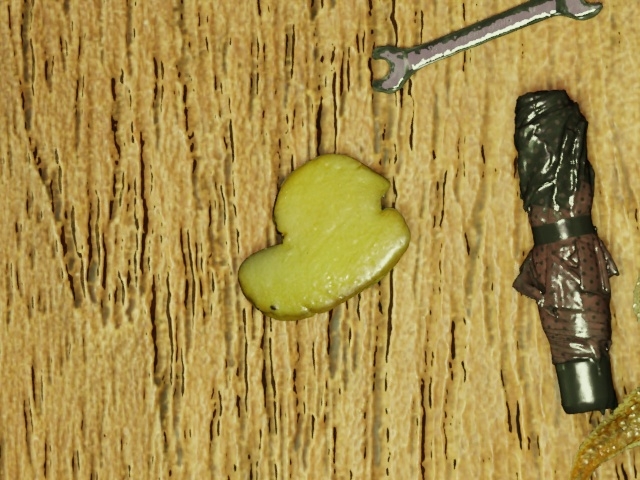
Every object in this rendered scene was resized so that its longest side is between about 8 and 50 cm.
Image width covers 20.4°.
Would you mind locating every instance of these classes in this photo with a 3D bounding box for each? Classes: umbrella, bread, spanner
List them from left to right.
[{"bbox_3d":[0.000,0.000,1.813,0.188,0.065,0.149,-32,73,13],"label":"bread"},{"bbox_3d":[0.165,-0.211,1.798,0.254,0.015,0.054,-21,86,11],"label":"spanner"},{"bbox_3d":[0.243,0.012,1.743,0.090,0.094,0.326,-11,86,39],"label":"umbrella"}]

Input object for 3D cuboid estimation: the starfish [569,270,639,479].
[{"bbox_3d":[0.413,0.150,1.663,0.293,0.084,0.301,21,55,9],"label":"starfish"}]
